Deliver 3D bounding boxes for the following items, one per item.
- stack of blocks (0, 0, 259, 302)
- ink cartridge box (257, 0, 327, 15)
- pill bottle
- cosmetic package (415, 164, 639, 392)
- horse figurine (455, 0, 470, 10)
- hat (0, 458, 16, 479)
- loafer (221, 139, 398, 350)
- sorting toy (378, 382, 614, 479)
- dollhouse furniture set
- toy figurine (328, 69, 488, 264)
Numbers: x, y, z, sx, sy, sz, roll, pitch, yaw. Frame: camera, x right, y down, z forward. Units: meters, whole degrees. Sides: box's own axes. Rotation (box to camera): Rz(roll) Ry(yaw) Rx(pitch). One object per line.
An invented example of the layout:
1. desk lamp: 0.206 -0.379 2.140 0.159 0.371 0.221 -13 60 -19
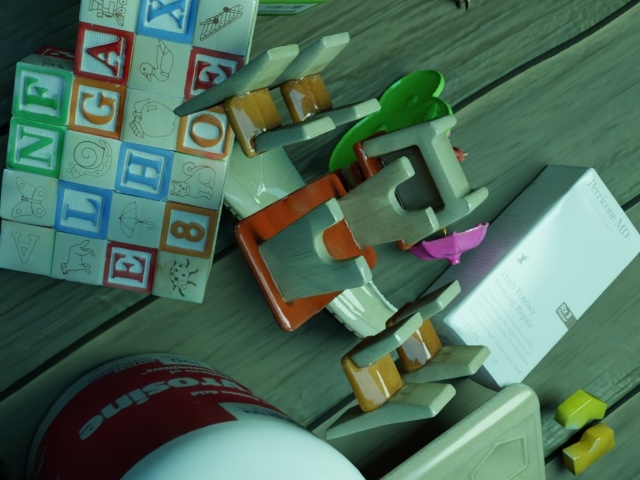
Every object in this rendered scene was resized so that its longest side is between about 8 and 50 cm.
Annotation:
1. stack of blocks: -0.151 -0.112 0.796 0.171 0.087 0.297 11 111 -5
2. ink cartridge box: -0.093 -0.334 0.874 0.189 0.097 0.255 -5 95 -22
3. pill bottle: -0.088 0.229 0.752 0.229 0.408 0.229 -2 95 -23
4. cosmetic package: 0.220 0.037 1.040 0.231 0.085 0.117 -45 110 -12
5. horse figurine: 0.117 -0.380 0.968 0.174 0.066 0.263 13 83 -35
6. hat: -0.259 0.339 0.743 0.134 0.331 0.331 -14 100 -19
7. loafer: 0.000 0.000 0.936 0.092 0.102 0.268 -47 109 -6
8. sorting toy: 0.192 0.256 1.027 0.307 0.041 0.229 -32 131 -17
9. dollhouse furniture set: 0.019 -0.012 0.761 0.259 0.135 0.262 -32 98 -57
10. toy figurine: 0.109 -0.057 0.987 0.159 0.130 0.173 55 42 -32
